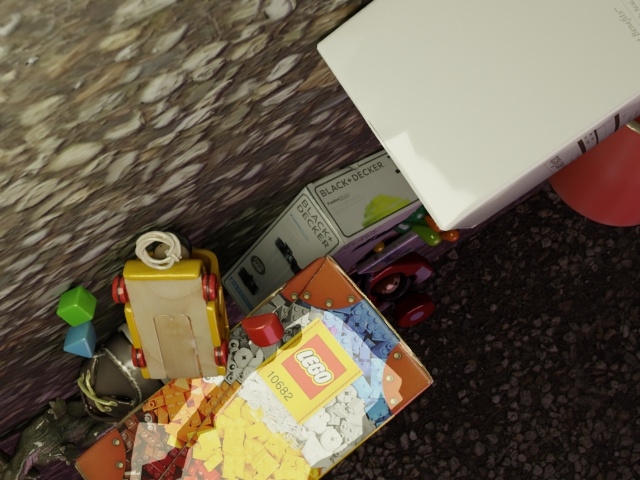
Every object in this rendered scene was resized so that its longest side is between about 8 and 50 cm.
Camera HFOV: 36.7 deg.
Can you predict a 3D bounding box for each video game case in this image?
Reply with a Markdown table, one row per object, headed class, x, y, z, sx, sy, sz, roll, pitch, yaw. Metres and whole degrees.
| class | x | y | z | sx | sy | sz | roll | pitch | yaw |
| --- | --- | --- | --- | --- | --- | --- | --- | --- | --- |
| video game case | 0.146 | 0.016 | 1.829 | 0.143 | 0.019 | 0.157 | -34 | 171 | 15 |

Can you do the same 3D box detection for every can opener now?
| class | x | y | z | sx | sy | sz | roll | pitch | yaw |
| --- | --- | --- | --- | --- | --- | --- | --- | --- | --- |
| can opener | 0.077 | 0.100 | 1.923 | 0.059 | 0.186 | 0.073 | -8 | 154 | 27 |

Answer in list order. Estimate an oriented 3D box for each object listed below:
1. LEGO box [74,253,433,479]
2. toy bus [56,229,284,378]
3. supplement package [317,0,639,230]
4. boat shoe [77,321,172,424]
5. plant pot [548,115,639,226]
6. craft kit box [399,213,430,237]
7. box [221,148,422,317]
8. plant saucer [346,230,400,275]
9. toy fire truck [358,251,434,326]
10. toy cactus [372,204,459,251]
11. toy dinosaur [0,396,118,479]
| class | x | y | z | sx | sy | sz | roll | pitch | yaw |
| --- | --- | --- | --- | --- | --- | --- | --- | --- | --- |
| LEGO box | -0.057 | 0.227 | 1.295 | 0.372 | 0.193 | 0.500 | -40 | 172 | -1 |
| toy bus | -0.148 | 0.052 | 0.987 | 0.202 | 0.191 | 0.104 | -37 | -146 | 30 |
| supplement package | 0.179 | -0.159 | 0.758 | 0.293 | 0.177 | 0.175 | -35 | 172 | 14 |
| boat shoe | -0.270 | 0.190 | 1.295 | 0.097 | 0.116 | 0.324 | -34 | 178 | -20 |
| plant pot | 0.580 | -0.201 | 1.808 | 0.275 | 0.275 | 0.243 | -30 | 160 | -20 |
| craft kit box | 0.238 | -0.047 | 2.036 | 0.247 | 0.061 | 0.250 | -30 | 172 | -37 |
| box | 0.000 | 0.000 | 1.300 | 0.169 | 0.087 | 0.290 | -27 | 169 | -38 |
| plant saucer | 0.035 | 0.036 | 1.771 | 0.311 | 0.050 | 0.310 | -32 | 173 | -5 |
| toy fire truck | 0.109 | 0.128 | 2.250 | 0.302 | 0.169 | 0.254 | -37 | 152 | 16 |
| toy cactus | 0.108 | -0.043 | 1.448 | 0.181 | 0.112 | 0.219 | 7 | 173 | -40 |
| toy dinosaur | -0.403 | 0.303 | 1.533 | 0.160 | 0.121 | 0.313 | -25 | -177 | 40 |
